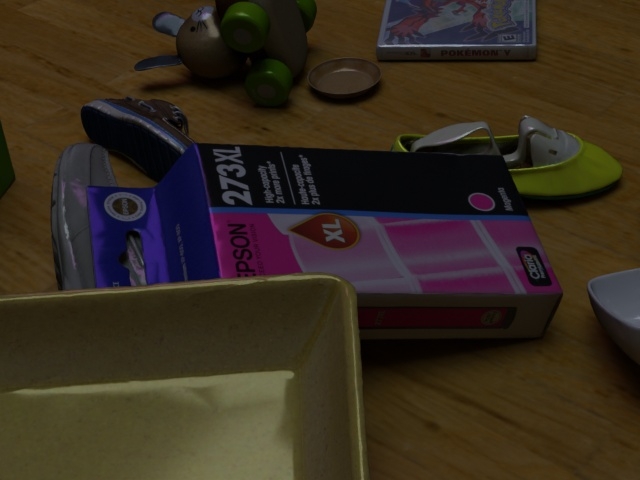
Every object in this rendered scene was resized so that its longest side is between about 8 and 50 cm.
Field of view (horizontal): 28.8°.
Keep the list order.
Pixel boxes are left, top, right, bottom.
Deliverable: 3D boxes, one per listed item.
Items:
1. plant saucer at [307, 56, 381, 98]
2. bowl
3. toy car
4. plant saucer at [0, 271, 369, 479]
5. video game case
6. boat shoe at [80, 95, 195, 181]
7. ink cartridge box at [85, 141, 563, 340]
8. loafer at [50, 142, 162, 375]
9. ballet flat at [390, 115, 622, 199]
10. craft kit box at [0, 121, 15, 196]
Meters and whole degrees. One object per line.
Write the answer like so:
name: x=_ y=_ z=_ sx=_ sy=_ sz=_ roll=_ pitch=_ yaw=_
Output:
plant saucer: x=0.027 y=-0.179 z=1.396 sx=0.083 sy=0.015 sz=0.083 roll=-4 pitch=36 yaw=3
bowl: x=0.291 y=0.063 z=0.982 sx=0.142 sy=0.053 sz=0.142 roll=-7 pitch=15 yaw=-3
toy car: x=-0.118 y=-0.240 z=1.406 sx=0.188 sy=0.149 sz=0.155 roll=-4 pitch=45 yaw=21
plant saucer: x=-0.131 y=0.182 z=0.835 sx=0.332 sy=0.081 sz=0.333 roll=-4 pitch=50 yaw=1
video game case: x=0.167 y=-0.273 z=1.499 sx=0.183 sy=0.023 sz=0.201 roll=1 pitch=37 yaw=9
boat shoe: x=-0.173 y=-0.115 z=1.292 sx=0.066 sy=0.066 sz=0.183 roll=-31 pitch=44 yaw=-32
ink cartridge box: x=0.000 y=0.000 z=1.028 sx=0.370 sy=0.069 sz=0.176 roll=-1 pitch=45 yaw=-15
loafer: x=-0.173 y=0.024 z=1.080 sx=0.111 sy=0.112 sz=0.319 roll=-6 pitch=43 yaw=-12
ballet flat: x=0.176 y=-0.080 z=1.192 sx=0.230 sy=0.077 sz=0.077 roll=-4 pitch=36 yaw=2
craft kit box: x=-0.376 y=-0.092 z=1.137 sx=0.060 sy=0.247 sz=0.250 roll=7 pitch=39 yaw=11
